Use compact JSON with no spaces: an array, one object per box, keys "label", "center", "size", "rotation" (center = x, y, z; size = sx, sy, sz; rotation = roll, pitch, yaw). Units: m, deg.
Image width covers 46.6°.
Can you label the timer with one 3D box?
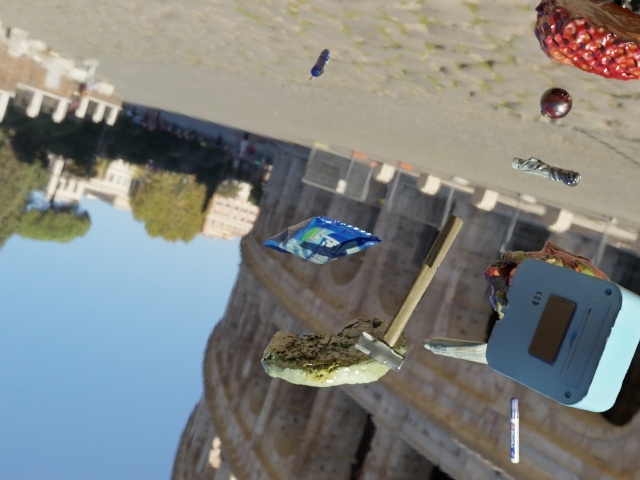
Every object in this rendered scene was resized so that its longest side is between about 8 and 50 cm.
[{"label":"timer","center":[0.443,0.168,1.373],"size":[0.091,0.231,0.250],"rotation":[19,-177,-37]}]

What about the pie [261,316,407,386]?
[{"label":"pie","center":[0.041,0.274,1.835],"size":[0.371,0.078,0.296],"rotation":[-10,-163,-16]}]

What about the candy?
[{"label":"candy","center":[0.000,0.000,1.855],"size":[0.187,0.077,0.331],"rotation":[19,158,-26]}]

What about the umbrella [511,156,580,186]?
[{"label":"umbrella","center":[0.602,-0.190,1.985],"size":[0.188,0.050,0.046],"rotation":[24,-157,38]}]

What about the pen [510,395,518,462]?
[{"label":"pen","center":[0.549,0.537,2.105],"size":[0.025,0.204,0.025],"rotation":[-4,-165,1]}]

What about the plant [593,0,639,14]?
[{"label":"plant","center":[0.802,-0.619,1.928],"size":[0.276,0.188,0.199],"rotation":[52,-160,-47]}]

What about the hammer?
[{"label":"hammer","center":[0.210,0.106,1.637],"size":[0.111,0.365,0.043],"rotation":[30,176,7]}]

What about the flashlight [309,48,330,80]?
[{"label":"flashlight","center":[0.002,-0.497,2.096],"size":[0.035,0.121,0.057],"rotation":[32,141,-9]}]

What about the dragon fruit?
[{"label":"dragon fruit","center":[0.522,0.128,1.687],"size":[0.303,0.231,0.237],"rotation":[37,-151,15]}]

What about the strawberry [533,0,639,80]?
[{"label":"strawberry","center":[0.652,-0.463,1.753],"size":[0.265,0.149,0.336],"rotation":[-8,-138,-33]}]

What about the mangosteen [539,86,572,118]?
[{"label":"mangosteen","center":[0.578,-0.335,1.827],"size":[0.081,0.081,0.081],"rotation":[19,-176,-1]}]

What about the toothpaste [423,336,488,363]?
[{"label":"toothpaste","center":[0.304,0.237,1.608],"size":[0.067,0.037,0.255],"rotation":[53,158,-17]}]
